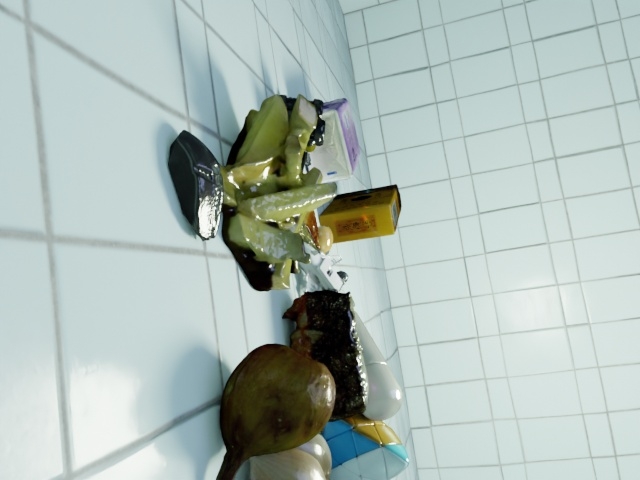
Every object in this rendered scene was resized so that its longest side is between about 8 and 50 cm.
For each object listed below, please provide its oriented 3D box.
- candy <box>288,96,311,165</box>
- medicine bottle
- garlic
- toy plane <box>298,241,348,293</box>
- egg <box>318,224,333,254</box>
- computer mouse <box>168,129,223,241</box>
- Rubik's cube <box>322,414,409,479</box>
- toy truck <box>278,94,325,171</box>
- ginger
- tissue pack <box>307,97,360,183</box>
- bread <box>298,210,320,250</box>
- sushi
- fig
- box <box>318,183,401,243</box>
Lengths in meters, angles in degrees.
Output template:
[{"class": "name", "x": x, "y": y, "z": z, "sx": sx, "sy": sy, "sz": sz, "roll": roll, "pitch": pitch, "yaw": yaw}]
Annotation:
[{"class": "candy", "x": -0.069, "y": -0.337, "z": 1.631, "sx": 0.094, "sy": 0.051, "sz": 0.226, "roll": -94, "pitch": 169, "yaw": -51}, {"class": "medicine bottle", "x": 0.115, "y": 0.348, "z": 1.460, "sx": 0.341, "sy": 0.130, "sz": 0.130, "roll": 58, "pitch": -7, "yaw": 49}, {"class": "garlic", "x": -0.045, "y": 0.485, "z": 0.987, "sx": 0.279, "sy": 0.132, "sz": 0.325, "roll": -87, "pitch": 169, "yaw": -69}, {"class": "toy plane", "x": 0.005, "y": 0.099, "z": 1.472, "sx": 0.255, "sy": 0.101, "sz": 0.251, "roll": 62, "pitch": 42, "yaw": -30}, {"class": "egg", "x": 0.000, "y": 0.000, "z": 1.612, "sx": 0.080, "sy": 0.080, "sz": 0.096, "roll": -10, "pitch": 99, "yaw": -77}, {"class": "computer mouse", "x": -0.201, "y": -0.096, "z": 0.891, "sx": 0.106, "sy": 0.062, "sz": 0.192, "roll": -41, "pitch": 119, "yaw": -74}, {"class": "Rubik's cube", "x": 0.099, "y": 0.575, "z": 1.434, "sx": 0.254, "sy": 0.254, "sz": 0.254, "roll": -10, "pitch": 90, "yaw": -77}, {"class": "toy truck", "x": -0.068, "y": -0.300, "z": 1.467, "sx": 0.224, "sy": 0.147, "sz": 0.165, "roll": -89, "pitch": -173, "yaw": -47}, {"class": "ginger", "x": -0.073, "y": -0.094, "z": 1.117, "sx": 0.358, "sy": 0.211, "sz": 0.413, "roll": -62, "pitch": 141, "yaw": -65}, {"class": "tissue pack", "x": 0.038, "y": -0.362, "z": 1.857, "sx": 0.338, "sy": 0.160, "sz": 0.242, "roll": -68, "pitch": 147, "yaw": -68}, {"class": "bread", "x": -0.045, "y": -0.039, "z": 1.509, "sx": 0.136, "sy": 0.054, "sz": 0.154, "roll": 40, "pitch": 36, "yaw": -72}, {"class": "sushi", "x": 0.022, "y": 0.297, "z": 1.296, "sx": 0.196, "sy": 0.182, "sz": 0.343, "roll": 45, "pitch": 38, "yaw": -75}, {"class": "fig", "x": -0.099, "y": 0.286, "z": 0.842, "sx": 0.290, "sy": 0.191, "sz": 0.190, "roll": -28, "pitch": 108, "yaw": -58}, {"class": "box", "x": 0.163, "y": -0.108, "z": 1.976, "sx": 0.415, "sy": 0.264, "sz": 0.115, "roll": -53, "pitch": 131, "yaw": -69}]
